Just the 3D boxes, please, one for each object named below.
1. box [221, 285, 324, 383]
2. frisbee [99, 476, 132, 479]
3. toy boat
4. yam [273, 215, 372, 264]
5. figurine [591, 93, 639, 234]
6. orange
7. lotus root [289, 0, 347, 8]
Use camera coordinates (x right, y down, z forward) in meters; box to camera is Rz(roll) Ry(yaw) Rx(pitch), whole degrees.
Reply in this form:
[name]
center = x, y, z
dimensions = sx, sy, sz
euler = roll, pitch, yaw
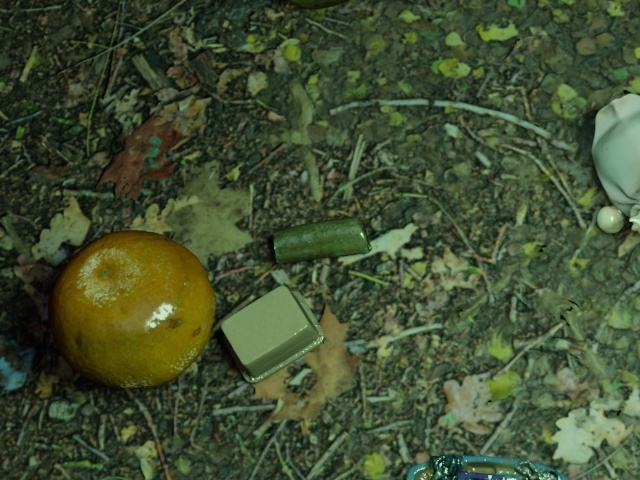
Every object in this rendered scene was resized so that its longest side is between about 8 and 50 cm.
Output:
[box]
center = -0.067, 0.120, 1.964
dimensions = 0.122, 0.062, 0.089
euler = -32, 65, 0
[frisbee]
center = -0.270, 0.361, 1.941
dimensions = 0.110, 0.014, 0.110
euler = -5, 68, 12
[toy boat]
center = 0.212, 0.305, 1.803
dimensions = 0.223, 0.097, 0.100
euler = 1, 72, 15
[yam]
center = 0.000, 0.000, 2.002
dimensions = 0.132, 0.054, 0.054
euler = -9, 67, 11
[figurine]
center = 0.436, -0.061, 1.877
dimensions = 0.200, 0.133, 0.276
euler = -33, 62, 17
[orange]
center = -0.245, 0.092, 1.960
dimensions = 0.224, 0.170, 0.224
euler = -10, 50, 12
[lotus root]
center = 0.043, -0.414, 2.119
dimensions = 0.241, 0.124, 0.123
euler = -27, 49, 4
